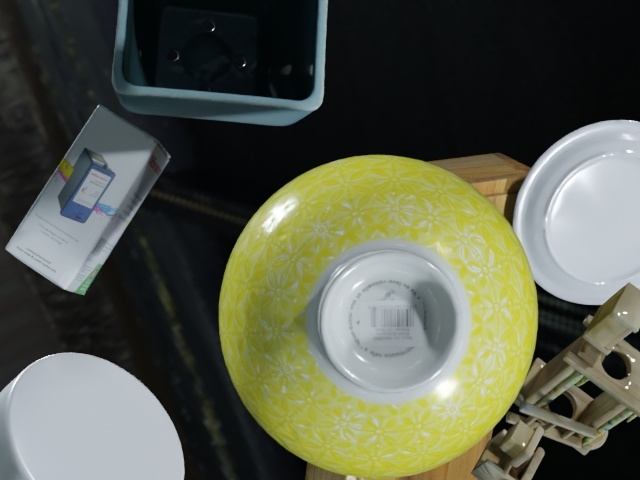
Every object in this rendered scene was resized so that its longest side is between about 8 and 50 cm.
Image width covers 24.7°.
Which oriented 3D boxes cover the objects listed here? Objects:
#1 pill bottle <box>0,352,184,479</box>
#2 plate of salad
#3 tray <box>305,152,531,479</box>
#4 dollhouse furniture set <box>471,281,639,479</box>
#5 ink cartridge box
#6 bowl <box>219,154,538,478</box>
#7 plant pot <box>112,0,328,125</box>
[{"bbox_3d":[-0.290,0.269,1.313,0.363,0.210,0.210,-43,-104,34],"label":"pill bottle"},{"bbox_3d":[0.289,-0.030,1.485,0.048,0.199,0.200,-114,-172,-66],"label":"plate of salad"},{"bbox_3d":[0.102,0.122,1.525,0.076,0.202,0.411,34,-56,47],"label":"tray"},{"bbox_3d":[0.248,0.160,1.341,0.101,0.161,0.182,37,-35,-1],"label":"dollhouse furniture set"},{"bbox_3d":[-0.283,-0.047,1.806,0.093,0.212,0.154,33,-4,3],"label":"ink cartridge box"},{"bbox_3d":[0.054,0.067,1.236,0.289,0.289,0.156,61,-2,0],"label":"bowl"},{"bbox_3d":[-0.132,-0.260,1.831,0.252,0.247,0.247,132,-39,-77],"label":"plant pot"}]
